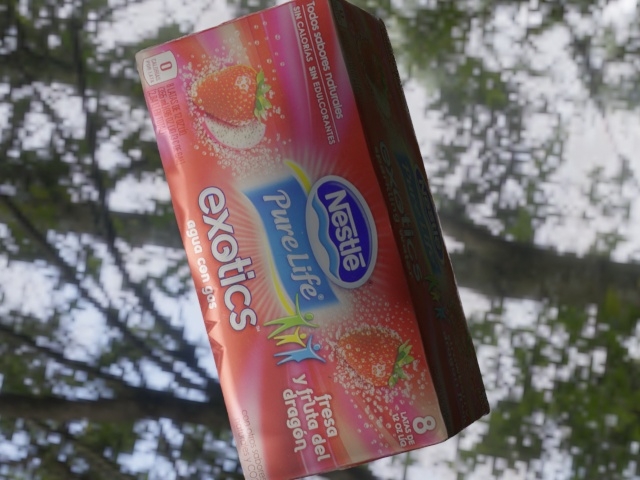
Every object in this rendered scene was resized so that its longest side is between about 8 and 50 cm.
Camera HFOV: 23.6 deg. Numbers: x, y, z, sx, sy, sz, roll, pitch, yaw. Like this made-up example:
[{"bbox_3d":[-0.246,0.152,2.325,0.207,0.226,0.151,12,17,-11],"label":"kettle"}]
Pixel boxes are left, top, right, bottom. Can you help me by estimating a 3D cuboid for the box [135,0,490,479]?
[{"bbox_3d":[0.000,0.000,1.042,0.154,0.142,0.299,1,-106,-73],"label":"box"}]
